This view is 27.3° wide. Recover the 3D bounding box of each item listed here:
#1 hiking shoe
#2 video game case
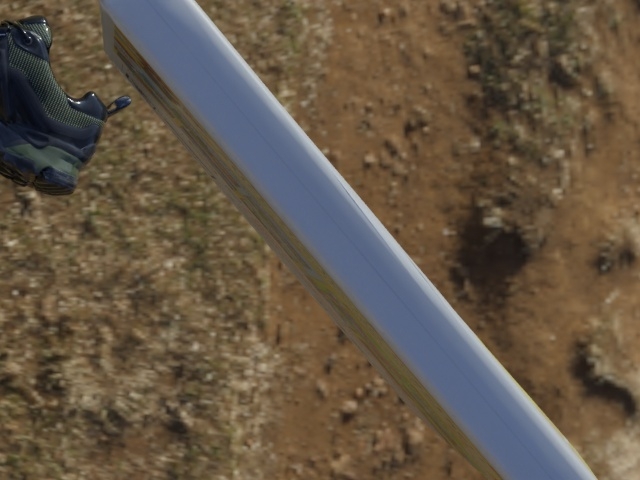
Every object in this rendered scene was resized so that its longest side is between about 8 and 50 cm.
[{"bbox_3d":[-0.261,-0.134,1.006,0.227,0.086,0.114,37,72,-14],"label":"hiking shoe"},{"bbox_3d":[0.000,0.000,0.498,0.026,0.206,0.227,-41,99,-4],"label":"video game case"}]
